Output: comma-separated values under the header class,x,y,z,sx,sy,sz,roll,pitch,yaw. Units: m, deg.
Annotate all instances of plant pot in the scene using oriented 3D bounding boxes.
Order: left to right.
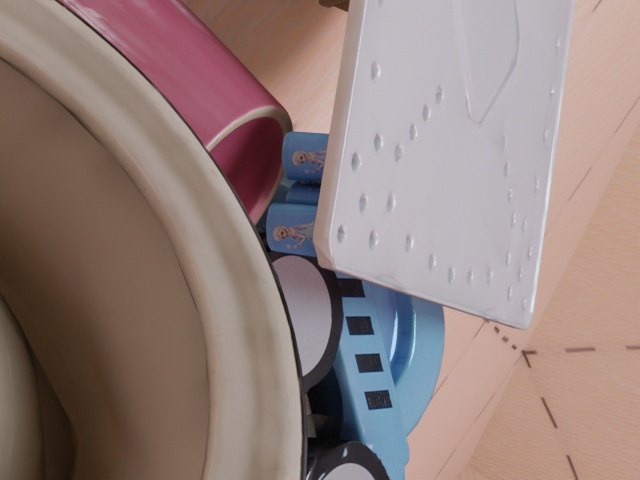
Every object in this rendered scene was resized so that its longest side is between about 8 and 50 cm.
class,x,y,z,sx,sy,sz,roll,pitch,yaw
plant pot,-0.124,-0.070,0.731,0.201,0.180,0.201,-47,160,-24

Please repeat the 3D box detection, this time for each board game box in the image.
class,x,y,z,sx,sy,sz,roll,pitch,yaw
board game box,0.095,-0.150,0.856,0.390,0.050,0.390,20,77,-62

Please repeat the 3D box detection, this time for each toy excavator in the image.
class,x,y,z,sx,sy,sz,roll,pitch,yaw
toy excavator,0.000,0.000,0.968,0.445,0.222,0.433,-25,105,-49

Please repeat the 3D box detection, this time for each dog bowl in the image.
class,x,y,z,sx,sy,sz,roll,pitch,yaw
dog bowl,-0.215,0.049,0.421,0.408,0.408,0.150,-32,167,-49
